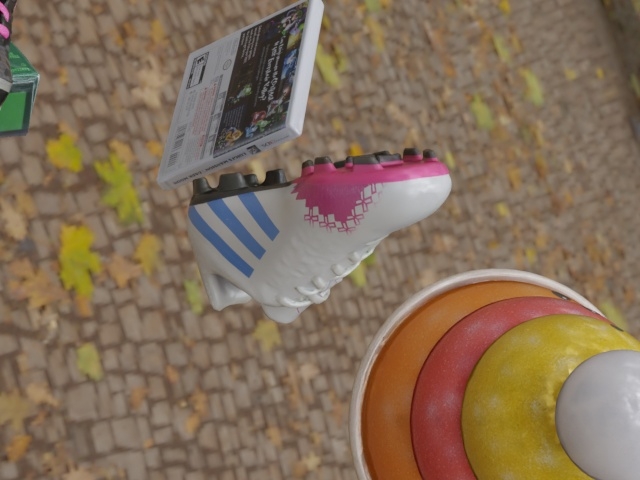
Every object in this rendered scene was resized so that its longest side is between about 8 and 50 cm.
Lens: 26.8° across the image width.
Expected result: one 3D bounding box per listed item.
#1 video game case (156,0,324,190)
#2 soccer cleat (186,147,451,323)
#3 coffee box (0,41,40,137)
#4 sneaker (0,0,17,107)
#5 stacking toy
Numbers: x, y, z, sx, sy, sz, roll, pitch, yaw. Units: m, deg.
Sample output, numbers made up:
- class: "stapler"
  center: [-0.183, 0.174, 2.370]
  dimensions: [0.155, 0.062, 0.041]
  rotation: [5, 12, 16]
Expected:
- class: "video game case"
  center: [-0.080, -0.150, 1.360]
  dimensions: [0.022, 0.173, 0.190]
  rotation: [44, 40, -35]
- class: "soccer cleat"
  center: [0.000, 0.000, 1.188]
  dimensions: [0.116, 0.331, 0.143]
  rotation: [-9, 92, -37]
- class: "coffee box"
  center: [-0.233, -0.111, 0.683]
  dimensions: [0.113, 0.040, 0.184]
  rotation: [-11, 42, -38]
- class: "sneaker"
  center: [-0.159, -0.119, 0.604]
  dimensions: [0.063, 0.075, 0.170]
  rotation: [30, 23, -33]
- class: "stacking toy"
  center: [0.239, 0.183, 1.312]
  dimensions: [0.480, 0.350, 0.351]
  rotation: [149, -75, -77]
